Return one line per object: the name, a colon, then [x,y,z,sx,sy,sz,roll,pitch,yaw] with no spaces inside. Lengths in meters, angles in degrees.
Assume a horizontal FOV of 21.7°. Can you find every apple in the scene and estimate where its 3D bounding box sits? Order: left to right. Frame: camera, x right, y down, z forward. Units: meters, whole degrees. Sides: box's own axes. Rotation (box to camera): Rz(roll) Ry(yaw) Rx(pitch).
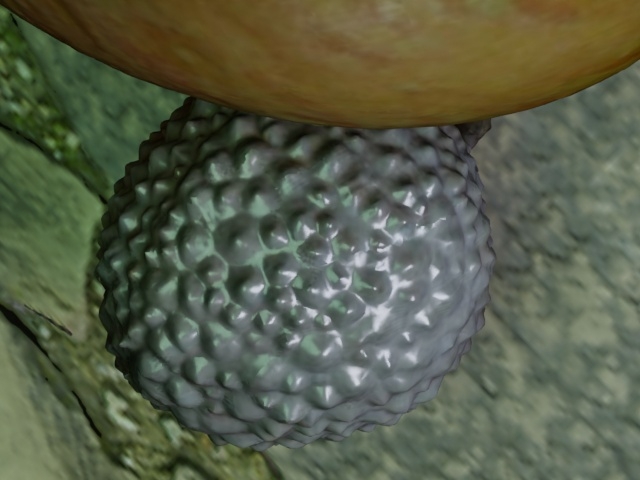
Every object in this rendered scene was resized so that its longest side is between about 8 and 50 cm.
apple: [0.018,-0.235,0.544,0.400,0.333,0.400,11,108,38]

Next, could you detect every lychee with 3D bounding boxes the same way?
lychee: [0.000,0.000,0.688,0.165,0.197,0.165,43,147,39]
